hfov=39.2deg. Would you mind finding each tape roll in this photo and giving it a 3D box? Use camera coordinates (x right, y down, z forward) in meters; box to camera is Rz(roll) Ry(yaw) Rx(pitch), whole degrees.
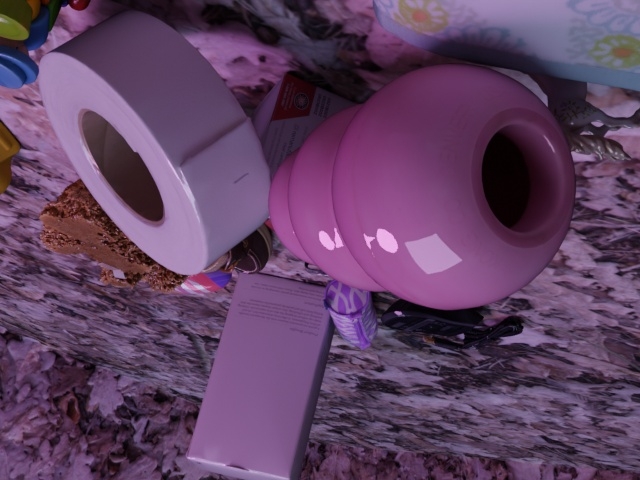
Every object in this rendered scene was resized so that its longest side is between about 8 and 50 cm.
[{"bbox_3d":[-0.181,-0.102,0.983,0.286,0.100,0.286,38,150,26],"label":"tape roll"}]

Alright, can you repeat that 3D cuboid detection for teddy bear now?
[{"bbox_3d":[-0.326,-0.011,1.476,0.245,0.113,0.338,-5,151,29],"label":"teddy bear"}]

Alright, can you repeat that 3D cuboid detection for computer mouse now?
[{"bbox_3d":[0.212,0.142,1.610,0.262,0.060,0.184,9,158,-19],"label":"computer mouse"}]

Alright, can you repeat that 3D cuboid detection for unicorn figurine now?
[{"bbox_3d":[0.225,-0.141,0.813,0.111,0.161,0.060,-2,135,-2],"label":"unicorn figurine"}]

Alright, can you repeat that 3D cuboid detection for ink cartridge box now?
[{"bbox_3d":[0.003,-0.086,1.051,0.176,0.128,0.127,21,158,-17],"label":"ink cartridge box"}]

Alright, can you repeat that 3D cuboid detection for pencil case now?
[{"bbox_3d":[0.061,0.130,1.628,0.086,0.088,0.206,-30,158,-2],"label":"pencil case"}]

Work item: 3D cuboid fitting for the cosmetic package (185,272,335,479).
[{"bbox_3d":[-0.099,0.260,1.681,0.197,0.365,0.155,12,159,9],"label":"cosmetic package"}]

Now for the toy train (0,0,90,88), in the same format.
[{"bbox_3d":[-0.263,-0.245,0.798,0.105,0.143,0.248,19,159,-13],"label":"toy train"}]

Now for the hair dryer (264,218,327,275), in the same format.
[{"bbox_3d":[0.000,0.000,1.216,0.224,0.080,0.293,39,-160,18],"label":"hair dryer"}]

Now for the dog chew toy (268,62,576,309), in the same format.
[{"bbox_3d":[0.067,-0.042,0.824,0.207,0.206,0.332,26,164,-29],"label":"dog chew toy"}]

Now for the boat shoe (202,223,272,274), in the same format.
[{"bbox_3d":[-0.172,-0.006,1.383,0.123,0.123,0.342,8,158,17],"label":"boat shoe"}]

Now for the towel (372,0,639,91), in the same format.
[{"bbox_3d":[0.217,-0.227,0.611,0.375,0.090,0.320,11,157,8],"label":"towel"}]

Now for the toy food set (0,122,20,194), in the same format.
[{"bbox_3d":[-0.530,-0.138,1.325,0.071,0.128,0.218,34,164,17],"label":"toy food set"}]

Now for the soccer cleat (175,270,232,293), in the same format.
[{"bbox_3d":[-0.285,0.036,1.640,0.248,0.083,0.095,14,155,9],"label":"soccer cleat"}]
